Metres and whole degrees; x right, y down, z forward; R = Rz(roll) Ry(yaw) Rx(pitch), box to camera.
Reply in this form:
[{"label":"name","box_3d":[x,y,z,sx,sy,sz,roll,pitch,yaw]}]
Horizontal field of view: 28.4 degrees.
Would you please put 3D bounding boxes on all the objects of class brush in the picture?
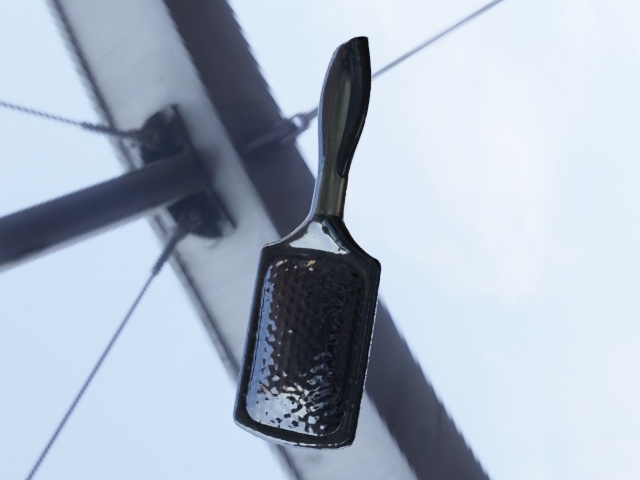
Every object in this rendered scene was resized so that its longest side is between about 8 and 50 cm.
[{"label":"brush","box_3d":[0.000,0.000,0.585,0.016,0.063,0.193,16,-97,-70]}]
